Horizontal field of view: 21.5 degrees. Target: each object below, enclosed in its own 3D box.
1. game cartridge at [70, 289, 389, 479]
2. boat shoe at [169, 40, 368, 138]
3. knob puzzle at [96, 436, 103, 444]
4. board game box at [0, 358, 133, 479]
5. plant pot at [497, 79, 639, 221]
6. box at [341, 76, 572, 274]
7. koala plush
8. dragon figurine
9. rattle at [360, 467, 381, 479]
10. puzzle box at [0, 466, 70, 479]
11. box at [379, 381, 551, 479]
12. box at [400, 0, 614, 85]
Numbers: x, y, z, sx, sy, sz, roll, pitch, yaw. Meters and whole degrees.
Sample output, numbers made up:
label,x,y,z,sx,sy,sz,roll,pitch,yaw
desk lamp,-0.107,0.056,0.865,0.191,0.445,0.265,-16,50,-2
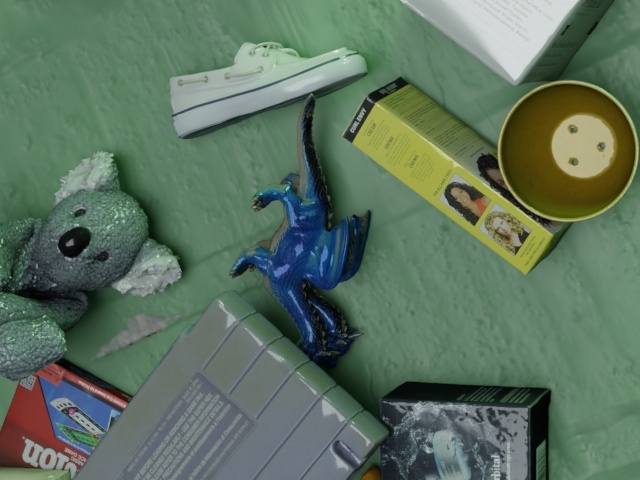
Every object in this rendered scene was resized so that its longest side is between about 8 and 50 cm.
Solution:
label,x,y,z,sx,sy,sz,roll,pitch,yaw
game cartridge,-0.117,0.247,1.742,0.230,0.068,0.355,44,113,14
boat shoe,-0.063,-0.169,1.731,0.226,0.083,0.075,-16,89,22
knob puzzle,-0.129,0.270,1.806,0.213,0.030,0.213,2,97,19
board game box,-0.225,0.245,1.867,0.281,0.027,0.145,26,105,14
plant pot,0.247,-0.090,1.628,0.134,0.095,0.134,2,98,18
box,0.140,-0.067,1.671,0.232,0.087,0.058,37,121,11
koala plush,-0.278,0.019,1.800,0.221,0.203,0.196,-36,84,-2
dragon figurine,0.000,0.000,1.729,0.144,0.085,0.289,23,104,15
rattle,-0.008,0.345,1.784,0.200,0.130,0.142,-34,72,46
puzzle box,-0.467,0.389,1.939,0.409,0.052,0.272,1,101,21
box,0.147,0.230,1.703,0.158,0.093,0.156,1,97,20
box,0.169,-0.245,1.591,0.182,0.181,0.119,39,107,11
